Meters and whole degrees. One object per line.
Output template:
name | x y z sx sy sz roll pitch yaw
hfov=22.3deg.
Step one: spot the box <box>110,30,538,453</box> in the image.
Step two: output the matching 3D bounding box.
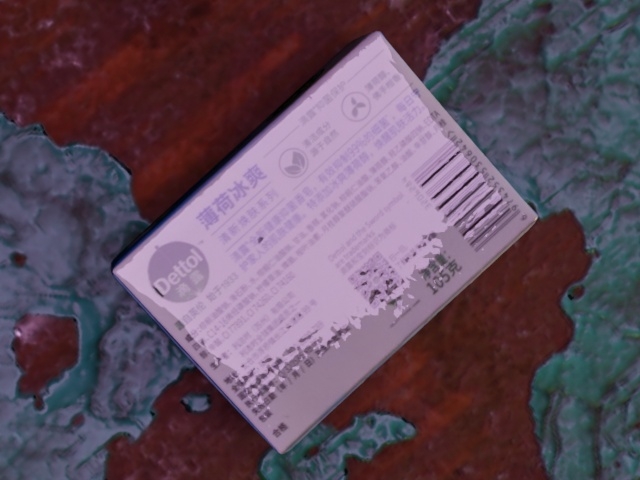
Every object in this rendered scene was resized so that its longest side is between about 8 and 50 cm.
box | 0.000 0.000 0.897 0.194 0.073 0.139 -42 98 -4
